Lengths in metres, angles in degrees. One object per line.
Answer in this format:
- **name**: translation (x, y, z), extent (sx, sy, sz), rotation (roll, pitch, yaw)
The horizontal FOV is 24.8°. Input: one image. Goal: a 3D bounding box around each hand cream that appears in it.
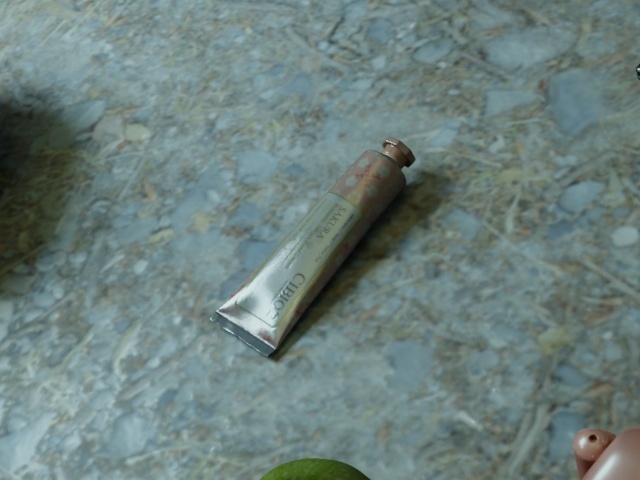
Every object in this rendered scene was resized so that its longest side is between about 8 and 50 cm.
- **hand cream**: translation (0.000, 0.000, 1.170), extent (0.067, 0.043, 0.210), rotation (30, 70, 31)

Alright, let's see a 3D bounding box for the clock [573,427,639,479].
- **clock**: translation (0.213, 0.200, 0.887), extent (0.165, 0.093, 0.162), rotation (3, 55, 20)

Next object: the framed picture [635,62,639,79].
- **framed picture**: translation (0.463, -0.150, 1.159), extent (0.338, 0.014, 0.255), rotation (31, 65, 36)

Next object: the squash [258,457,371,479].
- **squash**: translation (0.000, 0.200, 0.901), extent (0.123, 0.187, 0.123), rotation (-9, 55, 12)
